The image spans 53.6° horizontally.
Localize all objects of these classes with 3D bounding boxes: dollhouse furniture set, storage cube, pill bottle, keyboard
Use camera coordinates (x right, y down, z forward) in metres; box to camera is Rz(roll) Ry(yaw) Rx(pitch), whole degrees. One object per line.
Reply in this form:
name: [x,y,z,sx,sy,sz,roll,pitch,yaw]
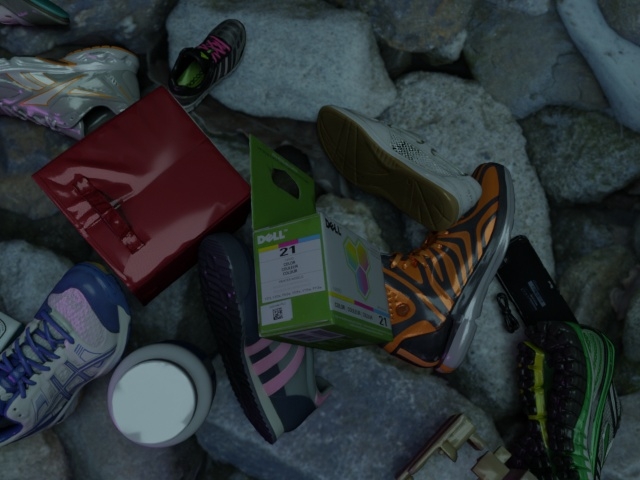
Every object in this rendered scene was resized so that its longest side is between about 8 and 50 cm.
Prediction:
dollhouse furniture set: [0.200,0.330,0.846,0.123,0.144,0.151,-44,74,-10]
storage cube: [-0.220,-0.049,0.832,0.193,0.215,0.183,-41,88,-16]
pill bottle: [-0.196,0.188,0.794,0.125,0.221,0.124,1,82,-7]
keyboard: [0.315,0.091,0.974,0.108,0.023,0.180,-29,86,-16]

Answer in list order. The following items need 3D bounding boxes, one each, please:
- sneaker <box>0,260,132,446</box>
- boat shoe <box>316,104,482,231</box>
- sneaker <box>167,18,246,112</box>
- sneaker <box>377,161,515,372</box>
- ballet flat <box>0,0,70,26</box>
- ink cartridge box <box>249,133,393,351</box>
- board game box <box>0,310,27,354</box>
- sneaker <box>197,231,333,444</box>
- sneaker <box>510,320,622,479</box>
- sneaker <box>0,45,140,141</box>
sneaker: [-0.331,0.154,0.757,0.112,0.131,0.296,40,118,12]
boat shoe: [0.109,-0.116,0.915,0.096,0.098,0.277,-29,57,-32]
sneaker: [-0.167,-0.265,0.934,0.063,0.075,0.170,38,79,-1]
sneaker: [0.156,0.016,0.911,0.180,0.124,0.320,20,80,-5]
ballet flat: [-0.463,-0.354,0.922,0.213,0.072,0.068,34,107,-1]
ink cartridge box: [0.000,0.000,0.799,0.097,0.189,0.255,-14,70,24]
board game box: [-0.574,0.190,0.783,0.254,0.079,0.336,29,68,0]
sneaker: [-0.066,0.113,0.831,0.131,0.112,0.318,-27,125,-26]
sneaker: [0.370,0.287,0.899,0.147,0.134,0.343,3,91,-26]
sneaker: [-0.381,-0.192,0.889,0.263,0.099,0.120,-11,88,-7]
